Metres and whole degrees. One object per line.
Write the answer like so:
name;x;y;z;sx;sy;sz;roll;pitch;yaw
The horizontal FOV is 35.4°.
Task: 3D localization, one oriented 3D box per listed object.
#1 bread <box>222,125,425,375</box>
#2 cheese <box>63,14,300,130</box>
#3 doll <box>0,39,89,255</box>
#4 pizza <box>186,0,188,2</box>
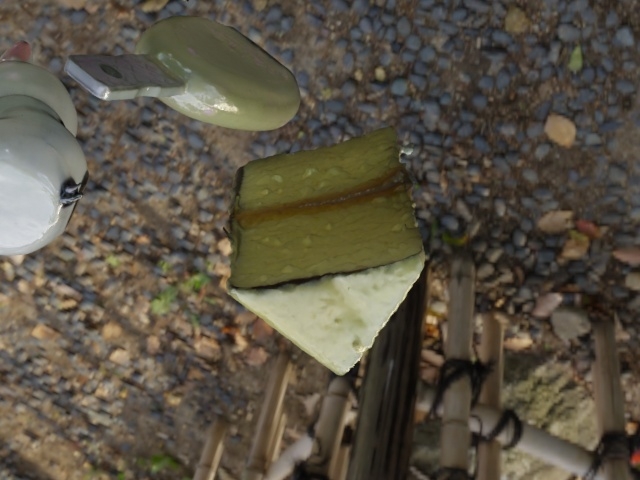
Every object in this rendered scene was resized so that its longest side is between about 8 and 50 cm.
bread;0.000;0.000;0.920;0.178;0.266;0.141;2;116;-2
cheese;-0.080;-0.095;0.569;0.097;0.192;0.037;38;110;12
doll;-0.242;-0.072;0.793;0.107;0.180;0.110;-14;130;-11
pizza;-0.107;-0.324;0.919;0.081;0.188;0.204;23;98;-38
